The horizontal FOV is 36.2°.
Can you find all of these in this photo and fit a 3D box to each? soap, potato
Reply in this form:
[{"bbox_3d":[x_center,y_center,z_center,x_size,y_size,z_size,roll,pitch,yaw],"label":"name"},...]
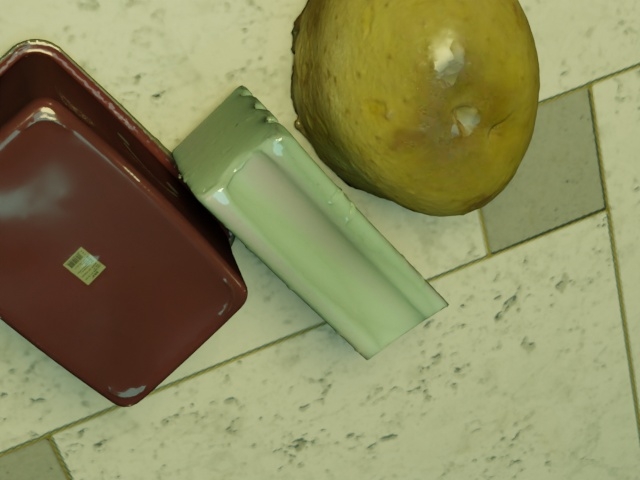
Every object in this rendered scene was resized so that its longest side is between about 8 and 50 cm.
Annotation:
[{"bbox_3d":[0.000,0.000,0.905,0.095,0.173,0.289,-43,119,3],"label":"soap"},{"bbox_3d":[0.093,-0.138,0.862,0.242,0.242,0.286,-3,115,-18],"label":"potato"}]

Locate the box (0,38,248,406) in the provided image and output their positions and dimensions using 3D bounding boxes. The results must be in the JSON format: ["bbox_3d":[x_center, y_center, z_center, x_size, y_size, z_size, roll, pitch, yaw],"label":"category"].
[{"bbox_3d":[-0.206,-0.007,0.837,0.193,0.167,0.294,-43,118,3],"label":"box"}]
